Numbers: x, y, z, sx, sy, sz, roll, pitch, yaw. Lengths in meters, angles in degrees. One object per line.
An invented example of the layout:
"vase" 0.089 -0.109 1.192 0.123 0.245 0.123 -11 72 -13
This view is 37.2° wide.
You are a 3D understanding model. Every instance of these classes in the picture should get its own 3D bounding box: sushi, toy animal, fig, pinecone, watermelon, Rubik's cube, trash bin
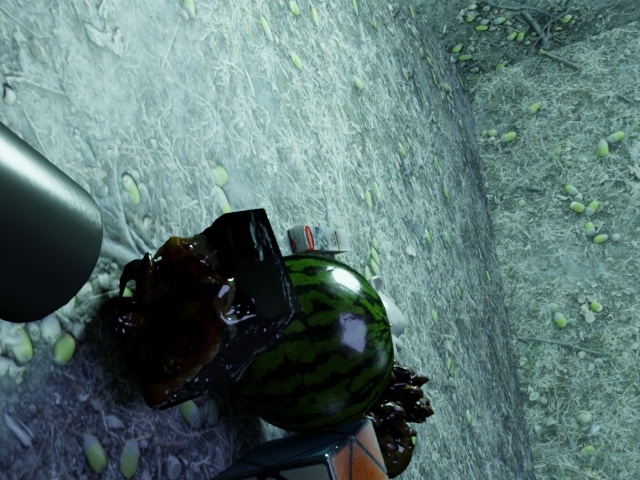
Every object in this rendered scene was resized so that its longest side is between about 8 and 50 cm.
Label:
"sushi" -0.174 0.103 1.278 0.212 0.227 0.216 -15 83 -61
"toy animal" 0.095 0.179 1.975 0.178 0.127 0.193 50 34 -39
"fig" 0.115 0.369 1.928 0.124 0.124 0.236 49 21 -45
"pinecone" 0.077 0.311 1.718 0.243 0.243 0.257 -2 102 -67
"watermelon" -0.022 0.163 1.513 0.285 0.285 0.285 47 34 -47
"Rubik's cube" -0.013 0.413 1.459 0.205 0.205 0.207 -19 91 -68
"trash bin" -0.376 -0.047 0.932 0.334 0.214 0.214 43 37 -57

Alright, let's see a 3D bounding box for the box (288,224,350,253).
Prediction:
"box" 0.000 0.000 1.989 0.218 0.039 0.055 2 75 -66
